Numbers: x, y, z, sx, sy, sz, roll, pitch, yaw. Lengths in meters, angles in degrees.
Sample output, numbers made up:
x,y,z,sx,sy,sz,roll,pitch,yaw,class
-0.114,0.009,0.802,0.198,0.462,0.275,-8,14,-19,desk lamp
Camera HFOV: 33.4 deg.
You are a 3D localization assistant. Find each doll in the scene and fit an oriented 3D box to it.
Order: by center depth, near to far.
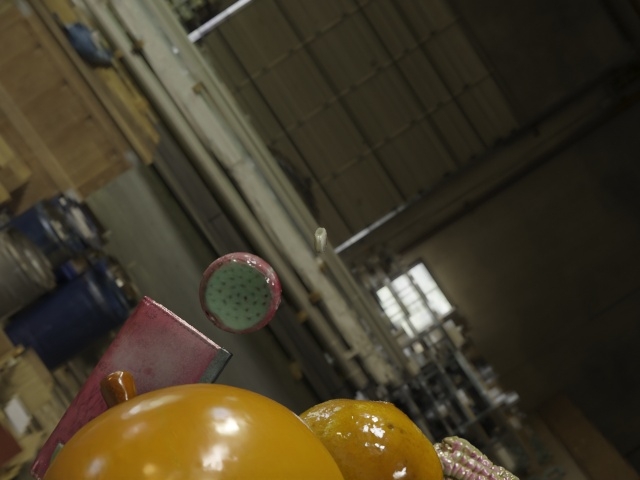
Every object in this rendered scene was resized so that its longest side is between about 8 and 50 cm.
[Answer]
x,y,z,sx,sy,sz,roll,pitch,yaw,class
-0.102,0.170,0.687,0.236,0.213,0.213,50,-2,33,doll

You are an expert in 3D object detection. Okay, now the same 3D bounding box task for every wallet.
x,y,z,sx,sy,sz,roll,pitch,yaw,class
-0.205,0.185,1.142,0.119,0.232,0.025,33,-1,14,wallet

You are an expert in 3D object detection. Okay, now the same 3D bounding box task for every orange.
x,y,z,sx,sy,sz,roll,pitch,yaw,class
0.033,0.209,0.946,0.154,0.155,0.134,56,32,-21,orange

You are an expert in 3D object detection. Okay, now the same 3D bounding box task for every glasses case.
x,y,z,sx,sy,sz,roll,pitch,yaw,class
0.000,0.000,1.822,0.083,0.021,0.032,-73,160,-77,glasses case

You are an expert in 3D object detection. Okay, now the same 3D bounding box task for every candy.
x,y,z,sx,sy,sz,roll,pitch,yaw,class
-0.100,0.065,1.326,0.103,0.103,0.043,56,13,-6,candy

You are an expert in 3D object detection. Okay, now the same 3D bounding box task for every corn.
x,y,z,sx,sy,sz,roll,pitch,yaw,class
0.307,0.450,1.761,0.335,0.126,0.126,33,-8,24,corn
